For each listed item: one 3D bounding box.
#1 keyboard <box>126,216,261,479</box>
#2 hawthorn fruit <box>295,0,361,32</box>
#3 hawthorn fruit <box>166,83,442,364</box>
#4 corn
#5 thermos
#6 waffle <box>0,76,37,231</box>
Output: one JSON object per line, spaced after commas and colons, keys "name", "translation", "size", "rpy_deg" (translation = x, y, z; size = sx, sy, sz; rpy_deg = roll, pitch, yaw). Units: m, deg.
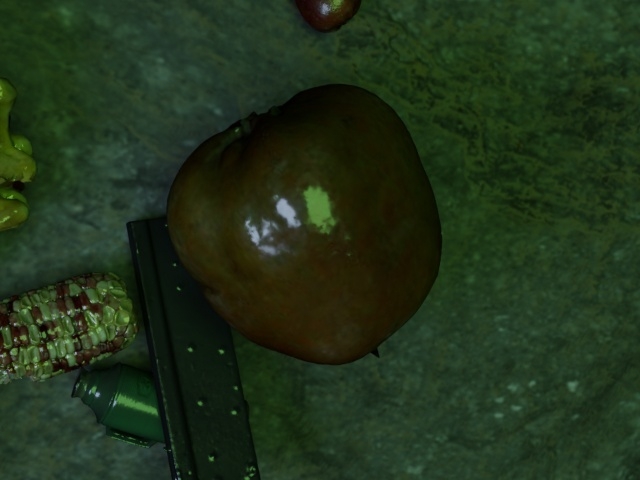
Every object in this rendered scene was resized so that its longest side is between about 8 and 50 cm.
{"name": "keyboard", "translation": [-0.139, 0.122, 1.264], "size": [0.100, 0.018, 0.310], "rpy_deg": [-7, 78, -25]}
{"name": "hawthorn fruit", "translation": [0.006, -0.267, 1.309], "size": [0.077, 0.077, 0.077], "rpy_deg": [-1, 94, -17]}
{"name": "hawthorn fruit", "translation": [0.000, 0.000, 1.222], "size": [0.267, 0.267, 0.301], "rpy_deg": [-33, 103, -13]}
{"name": "corn", "translation": [-0.327, 0.111, 1.209], "size": [0.289, 0.098, 0.098], "rpy_deg": [-20, 100, -20]}
{"name": "thermos", "translation": [-0.177, 0.183, 1.288], "size": [0.187, 0.083, 0.073], "rpy_deg": [21, 63, -16]}
{"name": "waffle", "translation": [-0.467, -0.052, 1.096], "size": [0.382, 0.095, 0.379], "rpy_deg": [-43, 129, 8]}
